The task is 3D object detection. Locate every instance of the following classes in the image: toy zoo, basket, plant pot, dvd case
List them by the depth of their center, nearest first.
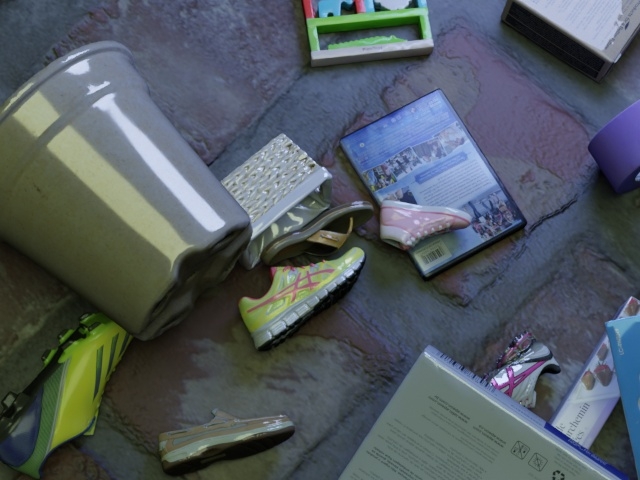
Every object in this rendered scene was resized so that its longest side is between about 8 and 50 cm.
[{"bbox_3d":[-0.271,-0.042,1.898,0.305,0.334,0.334,43,74,11],"label":"plant pot"},{"bbox_3d":[-0.077,-0.058,2.035,0.167,0.113,0.103,-39,74,-14],"label":"basket"},{"bbox_3d":[0.167,-0.086,2.104,0.180,0.022,0.253,-28,75,-13],"label":"dvd case"},{"bbox_3d":[0.059,-0.417,2.204,0.192,0.030,0.293,-7,72,-6],"label":"toy zoo"}]

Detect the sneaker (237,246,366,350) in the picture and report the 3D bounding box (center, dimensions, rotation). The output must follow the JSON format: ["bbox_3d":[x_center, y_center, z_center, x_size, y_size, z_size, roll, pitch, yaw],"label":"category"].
[{"bbox_3d":[-0.028,0.063,2.013,0.208,0.081,0.094,-35,75,-13],"label":"sneaker"}]

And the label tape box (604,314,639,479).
[{"bbox_3d":[0.568,0.190,1.958,0.348,0.115,0.249,-13,90,-6],"label":"label tape box"}]

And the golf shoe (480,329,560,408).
[{"bbox_3d":[0.261,0.214,1.985,0.086,0.067,0.186,42,74,9],"label":"golf shoe"}]

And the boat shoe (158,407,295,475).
[{"bbox_3d":[-0.133,0.263,1.951,0.190,0.068,0.072,-14,61,-8],"label":"boat shoe"}]

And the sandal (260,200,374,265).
[{"bbox_3d":[0.000,0.000,2.035,0.180,0.072,0.049,-25,68,-14],"label":"sandal"}]

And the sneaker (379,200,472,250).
[{"bbox_3d":[0.149,-0.014,2.041,0.134,0.051,0.070,8,73,2],"label":"sneaker"}]

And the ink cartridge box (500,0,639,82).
[{"bbox_3d":[0.423,-0.391,2.186,0.193,0.088,0.234,36,73,7],"label":"ink cartridge box"}]

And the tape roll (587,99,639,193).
[{"bbox_3d":[0.490,-0.153,2.058,0.189,0.189,0.080,-27,76,-12],"label":"tape roll"}]

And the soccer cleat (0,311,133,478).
[{"bbox_3d":[-0.336,0.202,1.959,0.121,0.093,0.289,49,68,-19],"label":"soccer cleat"}]

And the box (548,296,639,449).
[{"bbox_3d":[0.378,0.228,1.990,0.063,0.067,0.324,33,72,8],"label":"box"}]

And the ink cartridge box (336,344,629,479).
[{"bbox_3d":[0.190,0.364,1.905,0.324,0.071,0.330,34,103,8],"label":"ink cartridge box"}]
